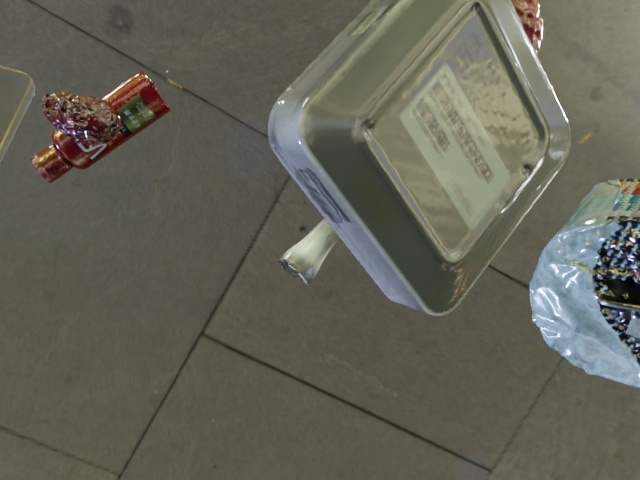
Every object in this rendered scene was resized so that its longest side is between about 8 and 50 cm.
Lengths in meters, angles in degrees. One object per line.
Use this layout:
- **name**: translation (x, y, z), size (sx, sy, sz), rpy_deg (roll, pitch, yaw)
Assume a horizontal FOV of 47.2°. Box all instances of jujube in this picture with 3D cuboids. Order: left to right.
- **jujube**: translation (-0.464, -0.239, 1.430), size (0.166, 0.104, 0.104), rpy_deg (23, 100, 26)

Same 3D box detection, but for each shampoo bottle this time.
- **shampoo bottle**: translation (-0.482, -0.242, 1.598), size (0.314, 0.076, 0.118), rpy_deg (-35, 148, -2)

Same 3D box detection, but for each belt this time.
- **belt**: translation (0.361, 0.050, 0.783), size (0.150, 0.257, 0.207), rpy_deg (-32, 123, -48)

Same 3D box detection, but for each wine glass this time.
- **wine glass**: translation (0.000, 0.000, 1.301), size (0.072, 0.072, 0.155), rpy_deg (46, 74, -17)

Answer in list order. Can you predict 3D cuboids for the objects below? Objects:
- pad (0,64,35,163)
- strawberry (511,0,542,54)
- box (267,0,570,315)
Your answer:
- **pad**: translation (-0.617, -0.179, 0.988), size (0.375, 0.063, 0.315), rpy_deg (13, 60, -6)
- **strawberry**: translation (0.254, -0.377, 1.182), size (0.205, 0.205, 0.244), rpy_deg (-40, 85, -1)
- **box**: translation (0.165, -0.149, 1.022), size (0.396, 0.111, 0.396), rpy_deg (-50, 124, -16)
